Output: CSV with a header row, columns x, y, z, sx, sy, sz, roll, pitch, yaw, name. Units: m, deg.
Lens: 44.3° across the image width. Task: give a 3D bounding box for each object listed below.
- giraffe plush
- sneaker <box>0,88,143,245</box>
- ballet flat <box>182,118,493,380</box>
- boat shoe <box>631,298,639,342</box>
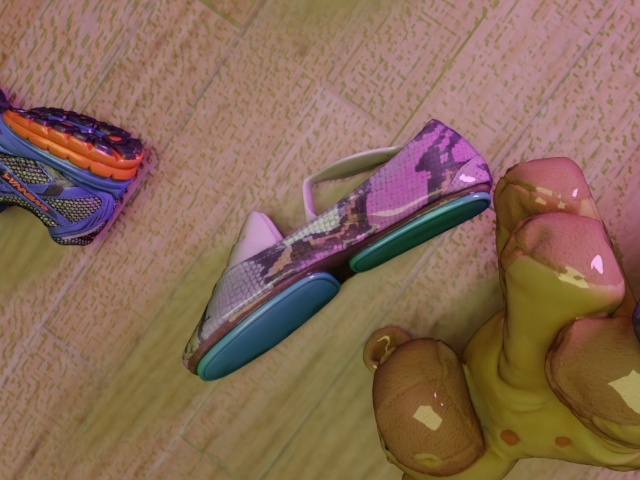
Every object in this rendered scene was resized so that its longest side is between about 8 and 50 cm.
x,y,z,sx,sy,sz,roll,pitch,yaw,name
0.102,0.082,0.450,0.171,0.181,0.210,-22,125,19,giraffe plush
-0.230,-0.058,0.515,0.221,0.083,0.087,21,103,10,sneaker
0.000,0.000,0.493,0.222,0.077,0.079,-33,69,4,ballet flat
0.241,-0.030,0.373,0.306,0.113,0.105,-42,91,-24,boat shoe
